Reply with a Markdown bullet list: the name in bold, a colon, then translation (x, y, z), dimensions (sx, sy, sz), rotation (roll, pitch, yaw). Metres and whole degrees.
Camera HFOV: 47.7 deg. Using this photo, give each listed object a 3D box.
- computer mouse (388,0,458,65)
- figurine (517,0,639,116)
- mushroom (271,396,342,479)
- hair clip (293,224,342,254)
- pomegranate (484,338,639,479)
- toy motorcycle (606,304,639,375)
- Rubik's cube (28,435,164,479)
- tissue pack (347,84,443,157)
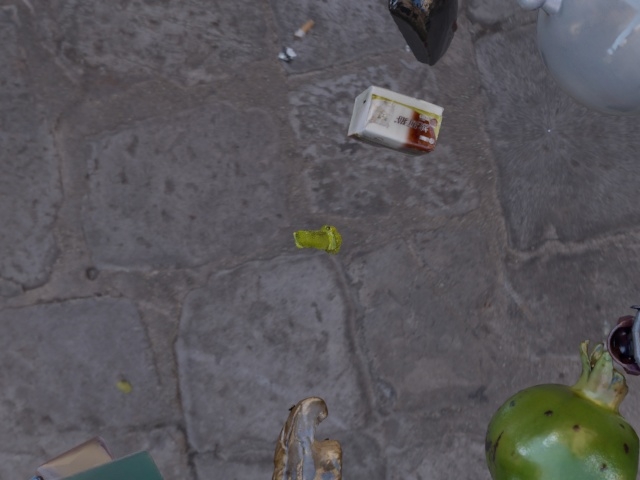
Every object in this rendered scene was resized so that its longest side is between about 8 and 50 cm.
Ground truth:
- **computer mouse**: translation (0.250, -0.524, 1.631), dimensions (0.100, 0.269, 0.170), rotation (22, 82, 32)
- **figurine**: translation (0.355, -0.164, 0.727), dimensions (0.370, 0.281, 0.167), rotation (39, 88, -18)
- **mushroom**: translation (-0.008, 0.155, 0.483), dimensions (0.049, 0.019, 0.101), rotation (0, 86, -21)
- **hair clip**: translation (0.000, 0.000, 1.755), dimensions (0.173, 0.046, 0.072), rotation (-4, 101, 58)
- **pomegranate**: translation (0.413, 0.331, 1.211), dimensions (0.261, 0.260, 0.340), rotation (19, 92, 14)
- **toy motorcycle**: translation (0.391, 0.102, 0.766), dimensions (0.122, 0.213, 0.082), rotation (-4, 79, -14)
- **Rubik's cube**: translation (-0.290, 0.458, 0.822), dimensions (0.387, 0.358, 0.368), rotation (56, 151, 20)
- **tissue pack**: translation (0.142, -0.225, 1.395), dimensions (0.149, 0.106, 0.099), rotation (14, 84, -14)
